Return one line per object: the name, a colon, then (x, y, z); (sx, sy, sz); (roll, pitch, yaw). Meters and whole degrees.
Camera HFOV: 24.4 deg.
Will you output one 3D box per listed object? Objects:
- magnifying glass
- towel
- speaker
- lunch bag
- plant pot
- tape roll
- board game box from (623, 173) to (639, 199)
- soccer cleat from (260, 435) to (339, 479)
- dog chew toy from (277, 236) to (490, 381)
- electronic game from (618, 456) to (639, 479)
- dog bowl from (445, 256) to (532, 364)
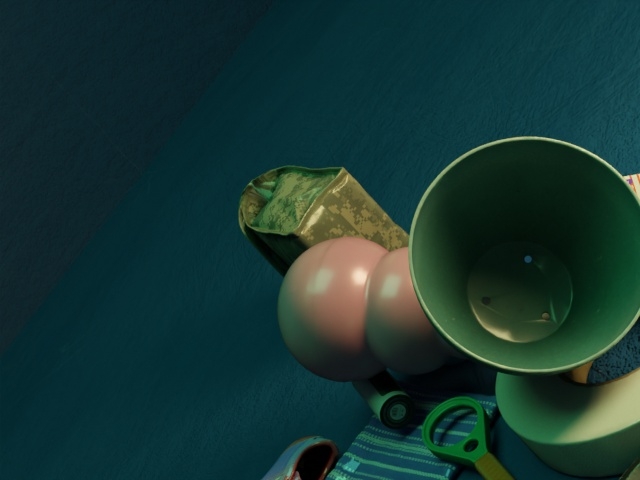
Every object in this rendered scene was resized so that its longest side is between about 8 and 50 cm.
magnifying glass: (0.202, 0.274, 1.916); (0.092, 0.026, 0.231); (-38, 29, -3)
towel: (0.083, 0.330, 2.028); (0.336, 0.040, 0.243); (-52, 25, -22)
speaker: (0.089, 0.219, 2.115); (0.055, 0.055, 0.136); (-42, 23, 0)
lunch bag: (0.000, 0.000, 2.488); (0.169, 0.235, 0.287); (-52, 25, -15)
plant pot: (0.255, 0.040, 1.837); (0.290, 0.290, 0.195); (-46, -14, -9)
tape roll: (0.396, 0.123, 1.846); (0.392, 0.072, 0.392); (-34, 24, 17)
board game box: (0.412, -0.044, 1.965); (0.146, 0.045, 0.193); (-10, -14, -19)
soccer cleat: (-0.064, 0.377, 2.120); (0.248, 0.083, 0.095); (-49, 10, -27)
dog chew toy: (0.111, 0.098, 2.056); (0.332, 0.206, 0.206); (0, 43, 26)
electronic game: (0.397, 0.286, 1.585); (0.229, 0.048, 0.229); (-33, 26, 19)
dog bowl: (0.253, 0.080, 2.150); (0.297, 0.074, 0.166); (-23, 30, 40)
